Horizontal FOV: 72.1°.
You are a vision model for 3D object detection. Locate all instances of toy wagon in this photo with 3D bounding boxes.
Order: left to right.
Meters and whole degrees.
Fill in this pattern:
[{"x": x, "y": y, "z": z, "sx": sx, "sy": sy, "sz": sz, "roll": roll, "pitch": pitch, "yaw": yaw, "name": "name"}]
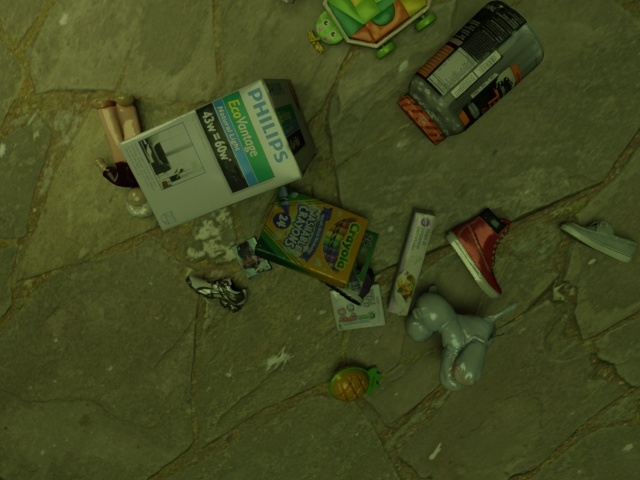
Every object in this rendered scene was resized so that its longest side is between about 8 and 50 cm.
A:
[{"x": 0.117, "y": -0.599, "z": 1.106, "sx": 0.344, "sy": 0.068, "sz": 0.267, "roll": -32, "pitch": 102, "yaw": 14, "name": "toy wagon"}]

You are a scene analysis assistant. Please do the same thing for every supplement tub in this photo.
[{"x": 0.357, "y": -0.398, "z": 1.082, "sx": 0.316, "sy": 0.193, "sz": 0.193, "roll": -42, "pitch": 99, "yaw": 17, "name": "supplement tub"}]

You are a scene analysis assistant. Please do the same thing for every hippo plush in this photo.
[{"x": 0.361, "y": 0.272, "z": 1.270, "sx": 0.236, "sy": 0.234, "sz": 0.294, "roll": 32, "pitch": 135, "yaw": 7, "name": "hippo plush"}]

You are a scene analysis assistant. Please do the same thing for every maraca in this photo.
[{"x": 0.114, "y": 0.466, "z": 1.438, "sx": 0.185, "sy": 0.099, "sz": 0.127, "roll": 1, "pitch": 112, "yaw": -22, "name": "maraca"}]

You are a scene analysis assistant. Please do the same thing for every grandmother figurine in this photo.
[{"x": -0.560, "y": -0.230, "z": 1.278, "sx": 0.207, "sy": 0.104, "sz": 0.342, "roll": -7, "pitch": 104, "yaw": 17, "name": "grandmother figurine"}]

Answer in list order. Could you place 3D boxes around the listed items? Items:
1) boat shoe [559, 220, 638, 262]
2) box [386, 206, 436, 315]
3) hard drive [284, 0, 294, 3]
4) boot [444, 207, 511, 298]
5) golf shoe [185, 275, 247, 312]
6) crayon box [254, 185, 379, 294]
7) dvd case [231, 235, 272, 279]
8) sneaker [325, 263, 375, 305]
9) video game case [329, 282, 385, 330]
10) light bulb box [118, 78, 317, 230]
[{"x": 0.781, "y": -0.015, "z": 1.230, "sx": 0.227, "sy": 0.079, "sz": 0.081, "roll": 23, "pitch": 102, "yaw": -8, "name": "boat shoe"}, {"x": 0.267, "y": 0.066, "z": 1.307, "sx": 0.063, "sy": 0.067, "sz": 0.324, "roll": 12, "pitch": 108, "yaw": 1, "name": "box"}, {"x": -0.070, "y": -0.757, "z": 1.006, "sx": 0.210, "sy": 0.040, "sz": 0.319, "roll": 45, "pitch": 127, "yaw": 10, "name": "hard drive"}, {"x": 0.499, "y": 0.036, "z": 1.266, "sx": 0.176, "sy": 0.088, "sz": 0.244, "roll": -33, "pitch": 98, "yaw": 13, "name": "boot"}, {"x": -0.326, "y": 0.147, "z": 1.396, "sx": 0.198, "sy": 0.077, "sz": 0.094, "roll": 28, "pitch": 94, "yaw": -8, "name": "golf shoe"}, {"x": 0.000, "y": 0.000, "z": 1.252, "sx": 0.322, "sy": 0.083, "sz": 0.203, "roll": 21, "pitch": 72, "yaw": -2, "name": "crayon box"}, {"x": -0.215, "y": 0.056, "z": 1.379, "sx": 0.087, "sy": 0.013, "sz": 0.119, "roll": -23, "pitch": 105, "yaw": 12, "name": "dvd case"}, {"x": 0.032, "y": 0.068, "z": 1.331, "sx": 0.283, "sy": 0.107, "sz": 0.124, "roll": 34, "pitch": 79, "yaw": 2, "name": "sneaker"}, {"x": 0.119, "y": 0.212, "z": 1.393, "sx": 0.157, "sy": 0.019, "sz": 0.143, "roll": -9, "pitch": 106, "yaw": 9, "name": "video game case"}, {"x": -0.223, "y": -0.231, "z": 1.107, "sx": 0.361, "sy": 0.358, "sz": 0.225, "roll": -19, "pitch": 107, "yaw": 12, "name": "light bulb box"}]
